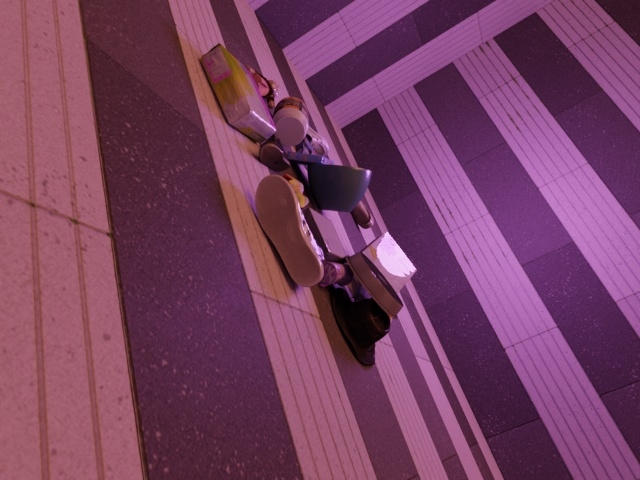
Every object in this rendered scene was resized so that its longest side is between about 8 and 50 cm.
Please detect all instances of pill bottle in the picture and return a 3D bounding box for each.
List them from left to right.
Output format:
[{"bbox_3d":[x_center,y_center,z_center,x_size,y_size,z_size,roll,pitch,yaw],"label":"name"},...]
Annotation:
[{"bbox_3d":[-0.133,-0.525,2.055,0.162,0.162,0.278,54,16,-26],"label":"pill bottle"}]

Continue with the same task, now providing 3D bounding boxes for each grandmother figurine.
[{"bbox_3d":[-0.256,-0.675,2.041,0.342,0.104,0.207,-50,120,-72],"label":"grandmother figurine"}]

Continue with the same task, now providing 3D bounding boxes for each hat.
[{"bbox_3d":[0.172,0.282,1.663,0.331,0.134,0.331,54,16,-23],"label":"hat"}]

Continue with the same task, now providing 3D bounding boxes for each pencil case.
[{"bbox_3d":[0.053,0.122,1.637,0.206,0.086,0.088,11,88,-66],"label":"pencil case"}]

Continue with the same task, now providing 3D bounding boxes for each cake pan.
[{"bbox_3d":[0.203,0.155,1.689,0.293,0.054,0.293,49,9,-11],"label":"cake pan"}]

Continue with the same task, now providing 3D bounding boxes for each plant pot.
[{"bbox_3d":[0.076,-0.229,2.093,0.290,0.290,0.195,-10,107,-75],"label":"plant pot"}]

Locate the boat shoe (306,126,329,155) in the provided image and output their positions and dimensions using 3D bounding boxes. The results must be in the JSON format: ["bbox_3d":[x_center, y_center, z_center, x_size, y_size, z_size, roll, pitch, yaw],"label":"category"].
[{"bbox_3d":[-0.063,-0.542,2.494,0.302,0.109,0.094,38,41,-37],"label":"boat shoe"}]

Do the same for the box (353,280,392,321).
[{"bbox_3d":[0.220,0.233,1.860,0.186,0.038,0.145,43,37,-14],"label":"box"}]

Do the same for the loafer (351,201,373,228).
[{"bbox_3d":[0.230,-0.180,2.809,0.092,0.102,0.268,40,17,-53],"label":"loafer"}]

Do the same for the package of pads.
[{"bbox_3d":[-0.284,-0.512,1.627,0.296,0.101,0.229,65,14,13],"label":"package of pads"}]

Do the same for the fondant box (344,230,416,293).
[{"bbox_3d":[0.279,0.124,2.101,0.238,0.096,0.330,53,36,2],"label":"fondant box"}]

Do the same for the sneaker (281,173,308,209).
[{"bbox_3d":[-0.107,-0.168,1.671,0.094,0.081,0.208,43,16,-33],"label":"sneaker"}]

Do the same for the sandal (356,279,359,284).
[{"bbox_3d":[0.218,0.266,1.958,0.079,0.088,0.240,108,-41,-80],"label":"sandal"}]

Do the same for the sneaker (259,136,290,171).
[{"bbox_3d":[-0.183,-0.335,1.689,0.222,0.083,0.118,45,22,-76],"label":"sneaker"}]

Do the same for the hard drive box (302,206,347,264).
[{"bbox_3d":[0.000,0.000,1.679,0.181,0.089,0.232,67,16,18],"label":"hard drive box"}]

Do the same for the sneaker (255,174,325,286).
[{"bbox_3d":[-0.087,-0.026,1.388,0.148,0.131,0.350,17,52,-80],"label":"sneaker"}]

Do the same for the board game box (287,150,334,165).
[{"bbox_3d":[-0.041,-0.362,2.097,0.211,0.160,0.039,-12,112,-75],"label":"board game box"}]

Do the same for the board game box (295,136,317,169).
[{"bbox_3d":[-0.051,-0.413,2.332,0.194,0.060,0.194,50,18,-36],"label":"board game box"}]
